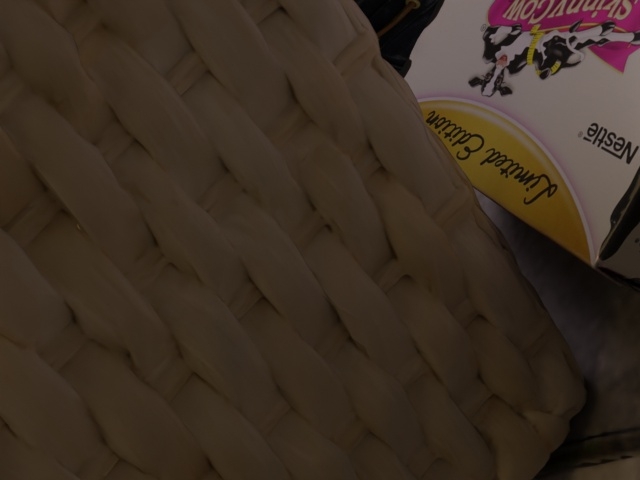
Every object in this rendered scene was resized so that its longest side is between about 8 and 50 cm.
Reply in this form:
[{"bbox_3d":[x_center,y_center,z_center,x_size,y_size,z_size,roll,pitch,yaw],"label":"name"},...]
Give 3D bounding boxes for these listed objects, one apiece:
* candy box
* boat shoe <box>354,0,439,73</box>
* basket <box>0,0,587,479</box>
[{"bbox_3d":[0.132,-0.109,0.506,0.233,0.071,0.159,-63,33,9],"label":"candy box"},{"bbox_3d":[0.062,-0.155,0.626,0.183,0.083,0.065,-57,33,16],"label":"boat shoe"},{"bbox_3d":[-0.140,0.041,0.501,0.328,0.331,0.266,-47,30,-23],"label":"basket"}]
